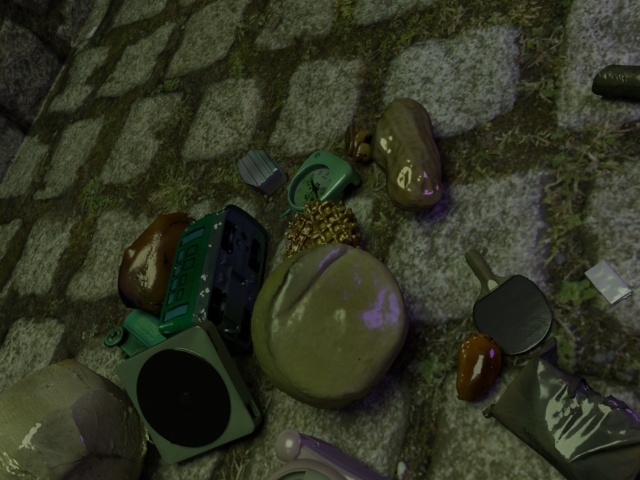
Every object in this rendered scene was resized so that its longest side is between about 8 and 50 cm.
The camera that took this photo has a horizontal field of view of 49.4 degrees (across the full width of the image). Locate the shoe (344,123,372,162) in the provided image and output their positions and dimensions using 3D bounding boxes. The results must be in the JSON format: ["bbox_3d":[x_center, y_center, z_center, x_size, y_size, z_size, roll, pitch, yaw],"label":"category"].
[{"bbox_3d":[0.097,-0.244,1.722,0.109,0.069,0.072,-107,30,-54],"label":"shoe"}]

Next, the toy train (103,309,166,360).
[{"bbox_3d":[-0.446,0.259,1.790,0.248,0.101,0.159,23,64,44],"label":"toy train"}]

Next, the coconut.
[{"bbox_3d":[-0.592,0.454,1.587,0.360,0.346,0.346,30,81,38],"label":"coconut"}]

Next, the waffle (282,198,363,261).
[{"bbox_3d":[0.000,0.000,1.597,0.197,0.070,0.193,-9,73,26],"label":"waffle"}]

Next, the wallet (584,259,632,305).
[{"bbox_3d":[0.504,0.073,1.219,0.044,0.011,0.083,-37,45,12],"label":"wallet"}]

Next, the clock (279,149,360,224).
[{"bbox_3d":[-0.013,-0.119,1.725,0.211,0.066,0.159,-49,43,0],"label":"clock"}]

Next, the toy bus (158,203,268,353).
[{"bbox_3d":[-0.261,0.104,1.684,0.199,0.183,0.343,-16,51,32],"label":"toy bus"}]

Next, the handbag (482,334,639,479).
[{"bbox_3d":[0.398,0.281,1.084,0.270,0.117,0.182,39,102,46],"label":"handbag"}]

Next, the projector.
[{"bbox_3d":[-0.287,0.334,1.529,0.259,0.079,0.257,-27,91,21],"label":"projector"}]

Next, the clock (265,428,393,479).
[{"bbox_3d":[0.000,0.532,1.186,0.342,0.184,0.325,14,74,49],"label":"clock"}]

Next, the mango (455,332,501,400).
[{"bbox_3d":[0.282,0.230,1.249,0.077,0.063,0.127,9,72,37],"label":"mango"}]

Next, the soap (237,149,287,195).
[{"bbox_3d":[-0.164,-0.186,1.898,0.100,0.056,0.149,-41,44,5],"label":"soap"}]

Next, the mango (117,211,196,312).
[{"bbox_3d":[-0.413,0.058,1.834,0.153,0.201,0.287,-16,38,54],"label":"mango"}]

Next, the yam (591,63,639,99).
[{"bbox_3d":[0.614,-0.308,1.361,0.146,0.070,0.069,19,74,43],"label":"yam"}]

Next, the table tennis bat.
[{"bbox_3d":[0.340,0.109,1.318,0.138,0.022,0.246,-37,46,12],"label":"table tennis bat"}]

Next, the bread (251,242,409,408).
[{"bbox_3d":[0.013,0.164,1.373,0.321,0.237,0.320,0,79,1],"label":"bread"}]

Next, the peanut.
[{"bbox_3d":[0.193,-0.187,1.549,0.152,0.152,0.313,-26,50,22],"label":"peanut"}]
